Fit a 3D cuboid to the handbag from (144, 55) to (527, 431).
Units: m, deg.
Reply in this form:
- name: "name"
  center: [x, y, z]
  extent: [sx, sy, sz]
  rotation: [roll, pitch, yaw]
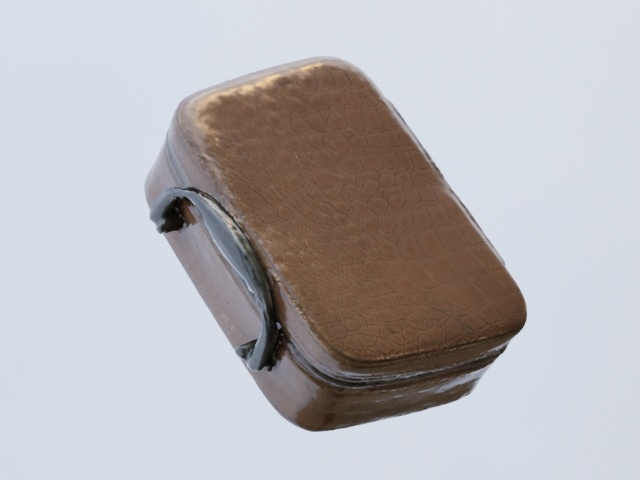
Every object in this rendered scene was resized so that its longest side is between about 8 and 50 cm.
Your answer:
- name: "handbag"
  center: [0.000, 0.000, 0.958]
  extent: [0.151, 0.193, 0.072]
  rotation: [-13, -29, -34]
